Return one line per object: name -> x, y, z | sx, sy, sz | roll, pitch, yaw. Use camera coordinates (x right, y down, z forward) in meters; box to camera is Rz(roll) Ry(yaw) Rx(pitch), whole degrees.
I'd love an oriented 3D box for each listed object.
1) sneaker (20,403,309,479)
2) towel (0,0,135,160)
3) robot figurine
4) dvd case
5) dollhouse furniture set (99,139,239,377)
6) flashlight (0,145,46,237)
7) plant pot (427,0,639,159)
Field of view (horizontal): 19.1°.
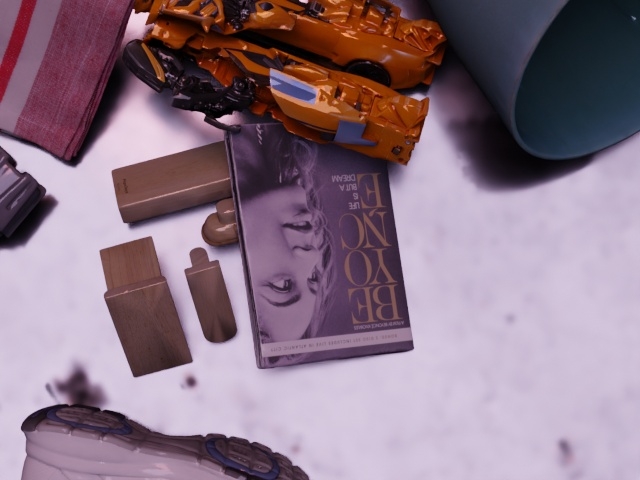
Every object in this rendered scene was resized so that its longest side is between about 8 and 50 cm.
sneaker -> -0.132, 0.237, 1.724 | 0.297, 0.111, 0.129 | 13, 100, 5
towel -> -0.339, -0.209, 1.682 | 0.329, 0.237, 0.037 | 18, 42, -9
robot figurine -> -0.034, -0.183, 1.733 | 0.291, 0.085, 0.211 | 20, 50, -4
dvd case -> 0.000, 0.000, 1.739 | 0.164, 0.018, 0.221 | -4, 83, -32
dollhouse furniture set -> -0.129, 0.017, 1.772 | 0.144, 0.123, 0.151 | -15, 49, -2
flashlight -> -0.375, 0.043, 1.729 | 0.103, 0.103, 0.304 | 43, 86, 5
plant pot -> 0.219, -0.255, 1.683 | 0.293, 0.293, 0.235 | -36, 61, -4
